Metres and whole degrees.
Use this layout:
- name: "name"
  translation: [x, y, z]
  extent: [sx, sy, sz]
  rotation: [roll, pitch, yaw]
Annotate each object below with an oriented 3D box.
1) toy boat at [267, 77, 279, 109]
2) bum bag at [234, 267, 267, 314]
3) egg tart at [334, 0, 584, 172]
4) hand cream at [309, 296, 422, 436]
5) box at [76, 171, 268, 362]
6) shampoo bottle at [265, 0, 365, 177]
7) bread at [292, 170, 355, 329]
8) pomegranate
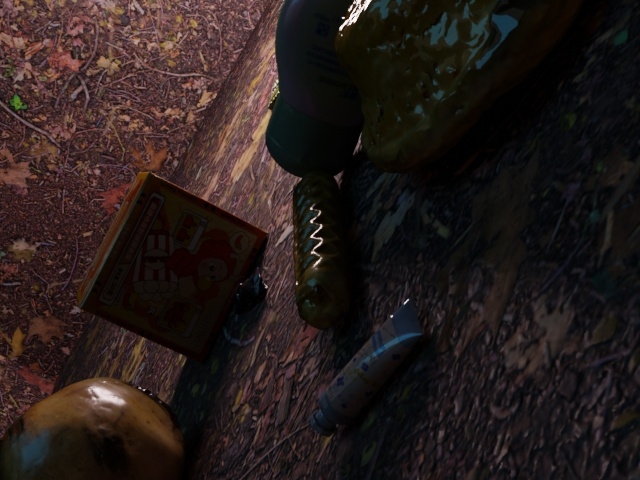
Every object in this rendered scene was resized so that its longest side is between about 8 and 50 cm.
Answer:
- name: "toy boat"
  translation: [-0.110, -0.388, 2.311]
  extent: [0.063, 0.016, 0.115]
  rotation: [-50, 20, 37]
- name: "bum bag"
  translation: [-0.124, 0.088, 1.557]
  extent: [0.124, 0.034, 0.058]
  rotation: [-40, 42, 55]
- name: "egg tart"
  translation: [0.149, -0.289, 1.062]
  extent: [0.443, 0.178, 0.443]
  rotation: [-55, 16, 24]
- name: "hand cream"
  translation: [0.049, 0.137, 0.933]
  extent: [0.171, 0.043, 0.065]
  rotation: [-51, 25, 21]
- name: "box"
  translation: [-0.290, 0.048, 1.731]
  extent: [0.284, 0.259, 0.214]
  rotation: [-64, 18, -5]
- name: "shampoo bottle"
  translation: [0.022, -0.254, 1.368]
  extent: [0.350, 0.221, 0.151]
  rotation: [-69, 29, 28]
- name: "bread"
  translation: [-0.001, 0.001, 1.241]
  extent: [0.077, 0.084, 0.367]
  rotation: [-17, 27, 8]
- name: "pomegranate"
  translation: [-0.354, 0.361, 1.395]
  extent: [0.322, 0.322, 0.322]
  rotation: [-54, 18, 27]
